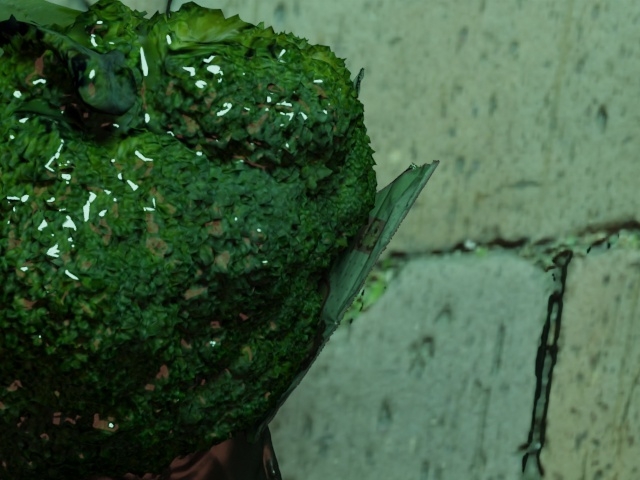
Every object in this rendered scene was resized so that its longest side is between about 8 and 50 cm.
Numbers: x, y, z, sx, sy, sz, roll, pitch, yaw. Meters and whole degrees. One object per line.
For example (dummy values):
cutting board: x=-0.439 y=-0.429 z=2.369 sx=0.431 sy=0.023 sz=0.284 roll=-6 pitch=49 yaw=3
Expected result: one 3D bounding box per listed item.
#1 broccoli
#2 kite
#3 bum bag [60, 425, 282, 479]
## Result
broccoli: x=-0.129 y=-0.016 z=0.719 sx=0.304 sy=0.321 sz=0.283 roll=-42 pitch=83 yaw=10
kite: x=-0.001 y=-0.001 z=0.814 sx=0.012 sy=0.229 sz=0.250 roll=30 pitch=53 yaw=-22
bum bag: x=-0.140 y=0.198 z=0.868 sx=0.326 sy=0.080 sz=0.142 roll=-37 pitch=114 yaw=-8
